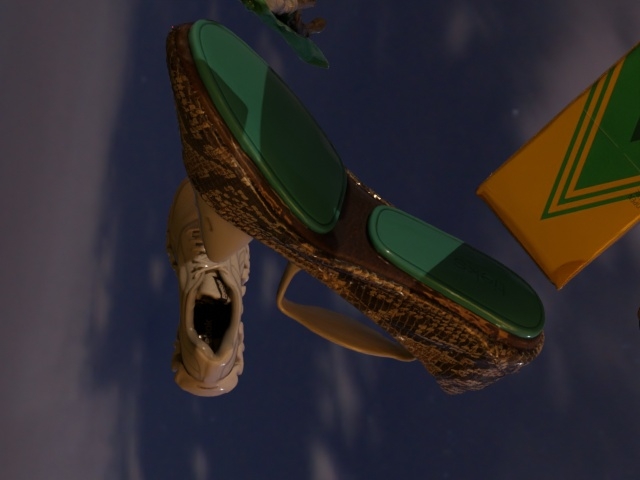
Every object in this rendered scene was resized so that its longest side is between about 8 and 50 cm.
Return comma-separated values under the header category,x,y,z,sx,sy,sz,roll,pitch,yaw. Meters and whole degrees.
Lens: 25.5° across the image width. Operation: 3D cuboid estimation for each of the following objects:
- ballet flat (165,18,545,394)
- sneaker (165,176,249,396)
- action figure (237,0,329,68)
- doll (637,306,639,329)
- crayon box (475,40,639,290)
category,x,y,z,sx,sy,sz,roll,pitch,yaw
ballet flat,0.000,0.000,1.367,0.182,0.483,0.164,-41,-160,32
sneaker,-0.137,0.042,1.771,0.118,0.110,0.292,106,-20,-66
action figure,-0.055,-0.256,1.489,0.063,0.137,0.232,-49,168,7
doll,0.230,0.012,0.863,0.129,0.046,0.189,-53,-168,47
crayon box,0.284,-0.099,1.162,0.313,0.106,0.363,-43,173,7
